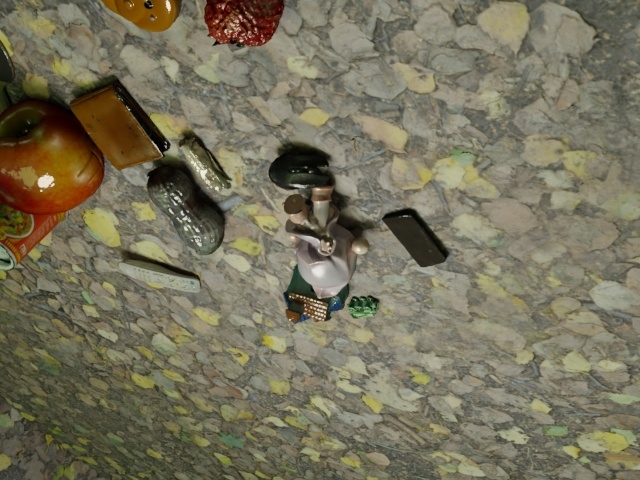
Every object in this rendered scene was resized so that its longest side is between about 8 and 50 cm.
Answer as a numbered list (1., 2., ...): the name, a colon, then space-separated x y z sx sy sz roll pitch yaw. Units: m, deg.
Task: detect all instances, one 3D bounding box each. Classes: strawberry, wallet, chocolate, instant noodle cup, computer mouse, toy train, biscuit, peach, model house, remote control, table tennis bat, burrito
1. strawberry: -0.125 -0.390 1.374 0.131 0.131 0.148 32 151 -7
2. wallet: -0.440 -0.249 1.810 0.161 0.042 0.195 -12 127 35
3. chocolate: -0.304 -0.068 1.893 0.110 0.110 0.248 -6 133 36
4. instant noodle cup: -0.783 -0.042 2.124 0.193 0.212 0.193 16 142 13
5. computer mouse: -0.047 -0.140 1.663 0.135 0.047 0.079 1 93 21
6. toy train: 0.104 0.162 1.976 0.083 0.033 0.053 -5 138 35
7. wallet: 0.199 -0.002 1.730 0.082 0.018 0.156 -16 126 43
8. biscuit: -0.331 -0.451 1.486 0.170 0.050 0.170 16 143 13
9. peach: -0.641 -0.172 1.911 0.248 0.245 0.274 38 165 35
10. model house: -0.026 0.151 1.947 0.148 0.148 0.119 18 144 16
11. remote control: -0.429 0.089 2.212 0.229 0.044 0.073 12 145 6
12. table tennis bat: -0.740 -0.379 1.851 0.138 0.022 0.246 14 141 16
13. burrito: -0.254 -0.163 1.794 0.055 0.041 0.149 -16 127 26

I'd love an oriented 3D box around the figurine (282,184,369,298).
1. figurine: 0.000 0.001 1.761 0.200 0.133 0.276 10 139 27
